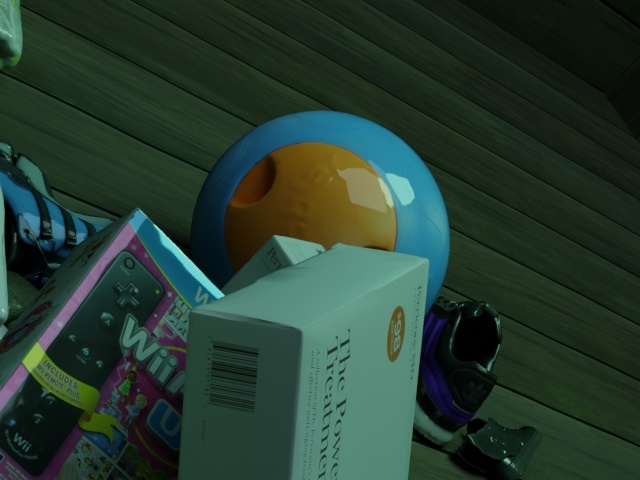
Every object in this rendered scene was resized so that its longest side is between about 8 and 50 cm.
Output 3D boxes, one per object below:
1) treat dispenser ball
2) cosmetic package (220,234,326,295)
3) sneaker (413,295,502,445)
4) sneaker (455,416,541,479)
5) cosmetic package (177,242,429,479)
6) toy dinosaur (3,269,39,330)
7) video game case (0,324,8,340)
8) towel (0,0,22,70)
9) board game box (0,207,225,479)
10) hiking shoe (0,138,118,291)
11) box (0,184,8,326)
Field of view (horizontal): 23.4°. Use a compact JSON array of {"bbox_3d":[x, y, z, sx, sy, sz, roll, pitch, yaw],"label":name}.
[{"bbox_3d":[0.000,0.000,1.717,0.288,0.288,0.288,35,23,-17],"label":"treat dispenser ball"},{"bbox_3d":[-0.068,0.115,1.467,0.085,0.231,0.117,13,35,-53],"label":"cosmetic package"},{"bbox_3d":[0.166,0.120,1.958,0.102,0.146,0.293,31,25,-26],"label":"sneaker"},{"bbox_3d":[0.223,0.251,1.938,0.089,0.051,0.170,47,25,-1],"label":"sneaker"},{"bbox_3d":[-0.014,0.212,1.224,0.097,0.377,0.284,9,13,19],"label":"cosmetic package"},{"bbox_3d":[-0.269,0.088,1.377,0.313,0.121,0.160,25,18,-1],"label":"toy dinosaur"},{"bbox_3d":[-0.370,0.079,1.207,0.206,0.026,0.227,45,44,7],"label":"video game case"},{"bbox_3d":[-0.519,-0.372,1.816,0.374,0.090,0.321,29,28,-29],"label":"towel"},{"bbox_3d":[-0.166,0.156,1.231,0.224,0.097,0.303,46,44,-16],"label":"board game box"},{"bbox_3d":[-0.257,0.021,1.502,0.304,0.113,0.132,30,26,8],"label":"hiking shoe"},{"bbox_3d":[-0.355,0.065,0.937,0.168,0.345,0.215,28,25,-31],"label":"box"}]
